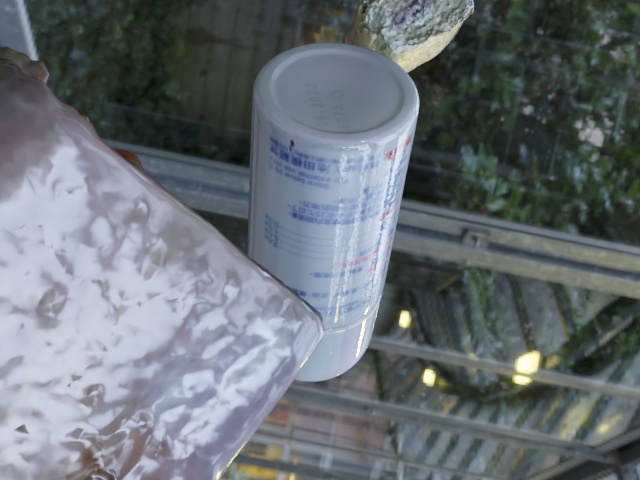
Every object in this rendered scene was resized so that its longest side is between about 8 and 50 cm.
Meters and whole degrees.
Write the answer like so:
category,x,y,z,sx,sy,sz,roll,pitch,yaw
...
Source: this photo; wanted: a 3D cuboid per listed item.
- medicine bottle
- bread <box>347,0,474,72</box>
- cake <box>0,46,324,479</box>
category,x,y,z,sx,sy,sz,roll,pitch,yaw
medicine bottle,0.000,0.000,0.808,0.340,0.130,0.130,95,3,-47
bread,0.086,-0.224,0.959,0.125,0.082,0.106,-33,177,-24
cake,-0.190,0.036,0.549,0.230,0.237,0.309,-51,-149,-10
